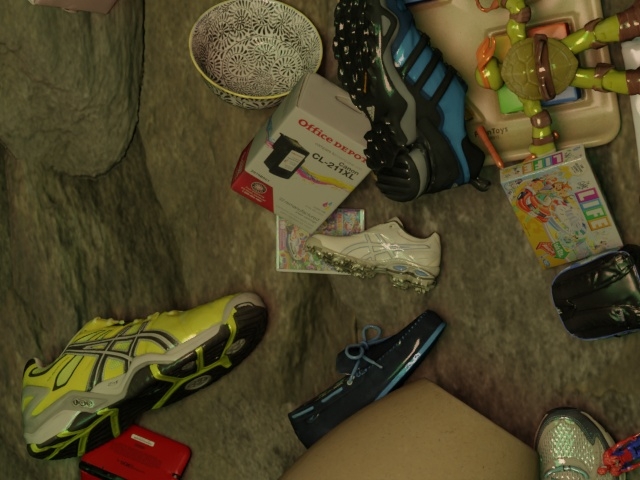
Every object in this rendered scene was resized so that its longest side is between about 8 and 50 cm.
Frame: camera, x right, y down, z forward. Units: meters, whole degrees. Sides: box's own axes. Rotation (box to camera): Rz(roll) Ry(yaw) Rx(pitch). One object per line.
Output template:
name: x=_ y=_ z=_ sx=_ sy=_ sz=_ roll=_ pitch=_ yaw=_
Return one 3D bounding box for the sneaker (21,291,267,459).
sneaker: x=-0.252 y=0.154 z=1.716 sx=0.384 sy=0.145 sz=0.147 roll=-28 pitch=67 yaw=11

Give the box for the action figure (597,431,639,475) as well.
action figure: x=0.377 y=0.252 z=1.536 sx=0.115 sy=0.030 sz=0.038 roll=-26 pitch=91 yaw=-21

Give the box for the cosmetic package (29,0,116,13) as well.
cosmetic package: x=-0.259 y=-0.476 z=1.623 sx=0.155 sy=0.197 sz=0.365 roll=45 pitch=106 yaw=9

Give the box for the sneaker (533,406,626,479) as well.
sneaker: x=0.313 y=0.343 z=1.535 sx=0.110 sy=0.122 sz=0.283 roll=-8 pitch=92 yaw=20

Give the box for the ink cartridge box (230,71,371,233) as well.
ink cartridge box: x=-0.013 y=-0.106 z=1.583 sx=0.127 sy=0.072 sz=0.175 roll=29 pitch=135 yaw=-14

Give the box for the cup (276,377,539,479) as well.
cup: x=0.129 y=0.307 z=1.531 sx=0.331 sy=0.331 sz=0.237 roll=33 pitch=88 yaw=13

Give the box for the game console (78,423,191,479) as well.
game console: x=-0.259 y=0.333 z=1.800 sx=0.144 sy=0.085 sz=0.124 roll=19 pitch=70 yaw=15

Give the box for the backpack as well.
backpack: x=0.344 y=0.065 z=1.532 sx=0.114 sy=0.084 sz=0.105 roll=-21 pitch=88 yaw=30

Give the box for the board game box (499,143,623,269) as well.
board game box: x=0.289 y=-0.038 z=1.524 sx=0.103 sy=0.026 sz=0.154 roll=-18 pitch=129 yaw=19

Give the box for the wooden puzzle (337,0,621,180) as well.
wooden puzzle: x=0.178 y=-0.263 z=1.558 sx=0.322 sy=0.080 sz=0.348 roll=-9 pitch=92 yaw=19

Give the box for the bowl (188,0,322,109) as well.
bowl: x=-0.085 y=-0.224 z=1.636 sx=0.170 sy=0.170 sz=0.080 roll=32 pitch=148 yaw=13

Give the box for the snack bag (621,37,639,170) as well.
snack bag: x=0.531 y=-0.096 z=1.481 sx=0.323 sy=0.037 sz=0.343 roll=-7 pitch=93 yaw=19

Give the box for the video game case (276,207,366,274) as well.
video game case: x=0.000 y=0.000 z=1.681 sx=0.122 sy=0.011 sz=0.087 roll=2 pitch=96 yaw=18

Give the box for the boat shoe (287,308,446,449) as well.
boat shoe: x=0.050 y=0.174 z=1.633 sx=0.089 sy=0.109 sz=0.258 roll=46 pitch=105 yaw=11

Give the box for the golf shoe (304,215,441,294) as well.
golf shoe: x=0.070 y=0.007 z=1.633 sx=0.176 sy=0.069 sz=0.086 roll=15 pitch=78 yaw=3

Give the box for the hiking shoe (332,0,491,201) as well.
hiking shoe: x=0.103 y=-0.193 z=1.515 sx=0.113 sy=0.132 sz=0.304 roll=-28 pitch=71 yaw=60

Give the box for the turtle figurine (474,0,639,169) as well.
turtle figurine: x=0.264 y=-0.215 z=1.457 sx=0.217 sy=0.087 sz=0.270 roll=-9 pitch=97 yaw=18
